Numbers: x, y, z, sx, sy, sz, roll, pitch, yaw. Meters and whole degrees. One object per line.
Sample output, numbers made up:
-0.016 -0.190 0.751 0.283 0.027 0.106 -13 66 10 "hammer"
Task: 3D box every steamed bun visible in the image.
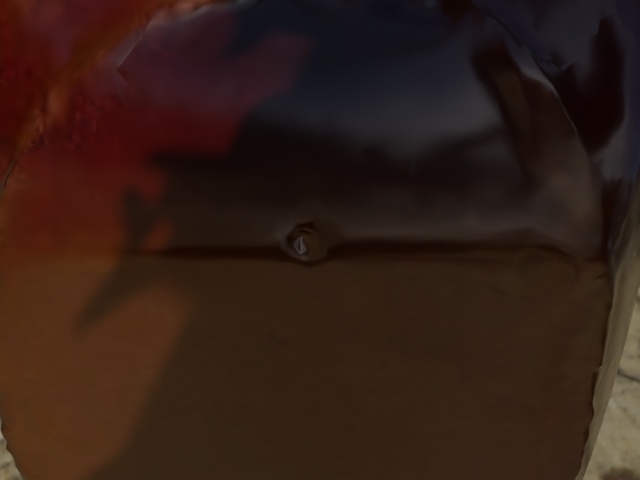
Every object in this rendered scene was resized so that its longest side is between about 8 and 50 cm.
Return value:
0.000 0.000 0.499 0.235 0.379 0.248 1 48 2 "steamed bun"
